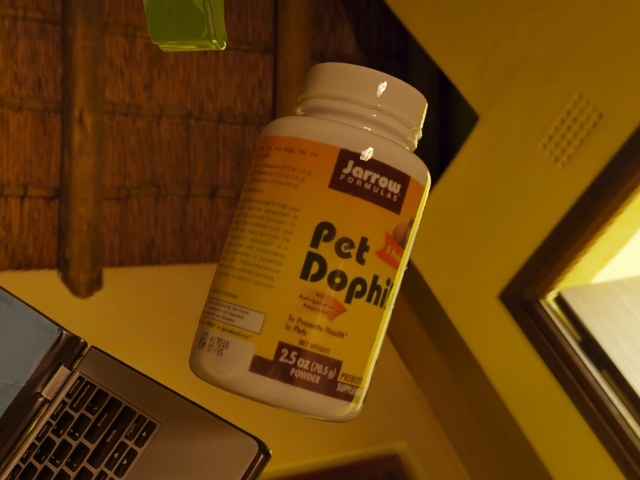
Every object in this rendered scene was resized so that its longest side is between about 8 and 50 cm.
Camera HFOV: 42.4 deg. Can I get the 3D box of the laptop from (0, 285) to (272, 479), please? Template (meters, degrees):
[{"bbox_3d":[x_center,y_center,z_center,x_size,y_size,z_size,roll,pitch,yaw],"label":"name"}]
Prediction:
[{"bbox_3d":[-0.320,0.192,0.557,0.236,0.408,0.382,45,-110,-37],"label":"laptop"}]

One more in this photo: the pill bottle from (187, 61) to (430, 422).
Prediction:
[{"bbox_3d":[0.000,0.000,0.536,0.117,0.117,0.214,25,-101,-51],"label":"pill bottle"}]

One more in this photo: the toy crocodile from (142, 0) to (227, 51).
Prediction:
[{"bbox_3d":[-0.135,-0.322,0.674,0.115,0.105,0.340,-2,-62,20],"label":"toy crocodile"}]
